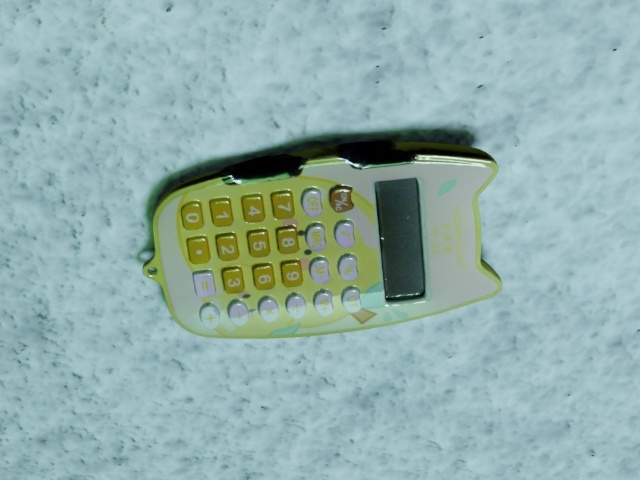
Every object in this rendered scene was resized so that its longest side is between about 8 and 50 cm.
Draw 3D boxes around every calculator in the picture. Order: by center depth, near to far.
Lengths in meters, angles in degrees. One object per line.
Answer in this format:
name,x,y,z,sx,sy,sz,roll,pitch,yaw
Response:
calculator,0.000,0.000,1.275,0.236,0.033,0.157,-8,134,-2
